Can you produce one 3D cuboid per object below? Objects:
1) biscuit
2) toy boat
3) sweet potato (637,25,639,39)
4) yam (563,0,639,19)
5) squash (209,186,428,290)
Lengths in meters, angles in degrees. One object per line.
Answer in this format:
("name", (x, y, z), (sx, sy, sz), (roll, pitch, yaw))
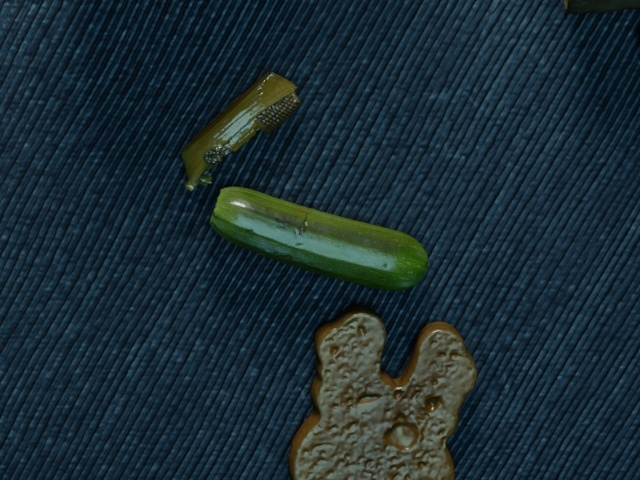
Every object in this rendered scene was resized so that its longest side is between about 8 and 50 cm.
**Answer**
("biscuit", (0.057, 0.217, 1.995), (0.186, 0.044, 0.295), (14, 101, -7))
("toy boat", (-0.082, -0.107, 1.890), (0.149, 0.047, 0.049), (-42, 106, 3))
("sweet potato", (0.435, -0.139, 1.943), (0.273, 0.075, 0.075), (27, 99, -9))
("yam", (0.343, -0.295, 1.858), (0.238, 0.129, 0.128), (-7, 63, -3))
("squash", (0.000, 0.000, 1.921), (0.229, 0.066, 0.066), (17, 101, -10))
